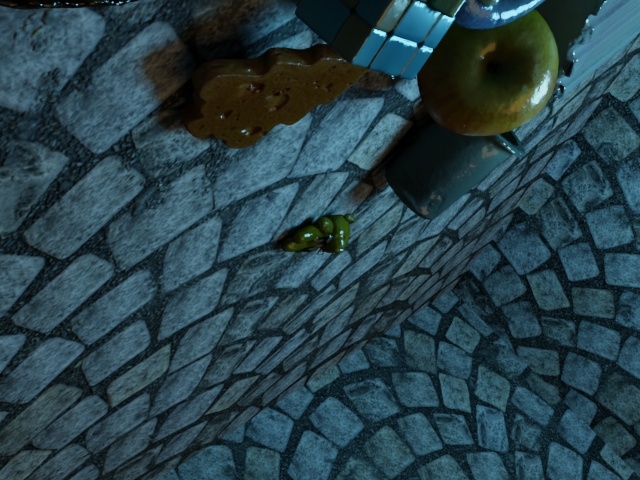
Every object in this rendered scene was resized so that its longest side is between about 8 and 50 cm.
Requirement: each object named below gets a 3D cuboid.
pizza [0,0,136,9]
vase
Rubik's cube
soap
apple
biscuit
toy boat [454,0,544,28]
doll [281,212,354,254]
[{"bbox_3d":[-0.242,-0.339,0.743,0.392,0.080,0.435,-37,160,-18],"label":"pizza"},{"bbox_3d":[0.311,-0.209,1.989,0.291,0.245,0.245,-42,164,23],"label":"vase"},{"bbox_3d":[0.103,-0.370,1.174,0.265,0.224,0.213,-3,133,-55],"label":"Rubik's cube"},{"bbox_3d":[0.644,-0.586,1.832,0.435,0.213,0.350,-37,158,-18],"label":"soap"},{"bbox_3d":[0.330,-0.346,1.617,0.286,0.286,0.233,-47,-175,10],"label":"apple"},{"bbox_3d":[-0.067,-0.234,1.250,0.307,0.043,0.284,-20,165,-3],"label":"biscuit"},{"bbox_3d":[0.343,-0.492,1.408,0.330,0.123,0.215,-32,128,-16],"label":"toy boat"},{"bbox_3d":[0.000,0.000,1.970,0.210,0.097,0.137,-16,153,-45],"label":"doll"}]
